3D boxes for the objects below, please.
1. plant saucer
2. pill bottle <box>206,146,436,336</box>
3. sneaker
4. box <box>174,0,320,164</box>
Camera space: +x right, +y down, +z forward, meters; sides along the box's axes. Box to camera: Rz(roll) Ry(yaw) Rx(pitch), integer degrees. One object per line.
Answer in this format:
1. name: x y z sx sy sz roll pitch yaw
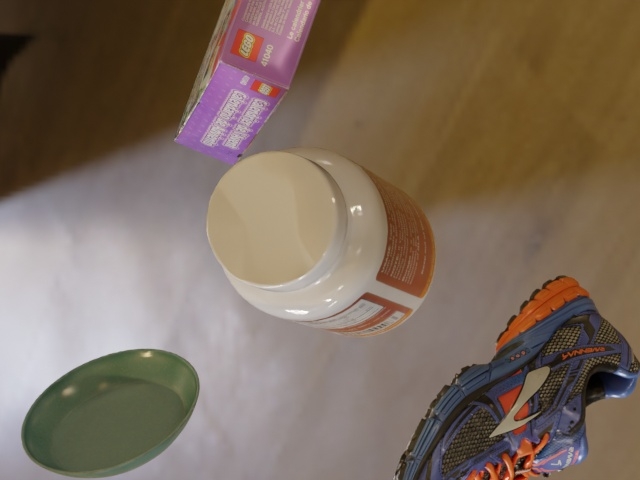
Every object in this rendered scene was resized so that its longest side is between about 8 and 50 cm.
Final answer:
1. plant saucer: -0.131 0.115 1.214 0.119 0.119 0.021 31 147 49
2. pill bottle: 0.000 0.000 1.337 0.121 0.216 0.121 -3 81 17
3. sneaker: 0.117 0.112 1.143 0.087 0.221 0.083 36 151 16
4. box: -0.024 -0.221 1.445 0.201 0.057 0.293 135 155 -71
